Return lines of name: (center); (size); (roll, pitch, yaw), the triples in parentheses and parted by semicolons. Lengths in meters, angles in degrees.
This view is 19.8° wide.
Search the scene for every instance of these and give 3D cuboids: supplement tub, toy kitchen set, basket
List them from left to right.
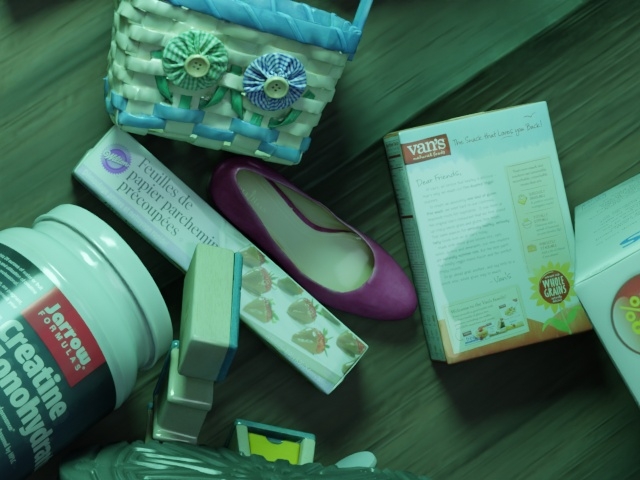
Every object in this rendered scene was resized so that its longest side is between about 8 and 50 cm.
supplement tub: (-0.284, 0.110, 1.608); (0.272, 0.191, 0.191); (-38, 97, -27)
basket: (-0.069, -0.225, 1.670); (0.255, 0.201, 0.289); (11, 98, -14)
toy kitchen set: (-0.064, 0.129, 1.704); (0.166, 0.207, 0.122); (13, 43, -12)

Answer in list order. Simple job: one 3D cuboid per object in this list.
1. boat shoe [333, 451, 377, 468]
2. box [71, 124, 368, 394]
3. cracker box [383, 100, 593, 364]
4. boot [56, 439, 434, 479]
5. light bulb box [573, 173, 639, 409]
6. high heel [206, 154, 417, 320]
boat shoe: (0.017, 0.246, 1.784); (0.100, 0.035, 0.035); (-39, 124, -14)
box: (-0.096, 0.019, 1.745); (0.324, 0.067, 0.063); (42, 82, -9)
cracker box: (0.164, -0.008, 1.799); (0.156, 0.067, 0.232); (-12, 93, -13)
boot: (-0.087, 0.422, 1.666); (0.367, 0.146, 0.445); (9, 105, -9)
light bulb box: (0.408, 0.100, 1.675); (0.225, 0.361, 0.358); (-29, 96, 12)
high heel: (0.000, 0.000, 1.738); (0.244, 0.117, 0.082); (40, 81, -9)
